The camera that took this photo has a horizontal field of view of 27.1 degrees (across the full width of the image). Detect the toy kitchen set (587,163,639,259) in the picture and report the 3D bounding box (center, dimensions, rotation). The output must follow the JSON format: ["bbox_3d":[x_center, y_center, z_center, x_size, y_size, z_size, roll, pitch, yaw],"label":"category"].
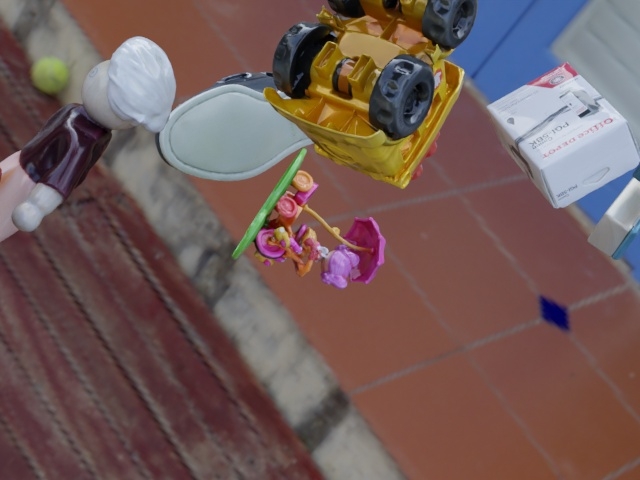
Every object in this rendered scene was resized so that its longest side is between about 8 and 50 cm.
[{"bbox_3d":[0.437,-0.047,1.514,0.166,0.207,0.122,36,47,12],"label":"toy kitchen set"}]

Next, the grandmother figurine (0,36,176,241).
[{"bbox_3d":[-0.278,-0.071,1.323,0.104,0.342,0.208,42,13,-31],"label":"grandmother figurine"}]

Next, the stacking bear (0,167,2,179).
[{"bbox_3d":[-0.353,0.079,1.122,0.164,0.289,0.175,-2,0,-9],"label":"stacking bear"}]

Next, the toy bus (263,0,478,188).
[{"bbox_3d":[0.077,-0.162,1.326,0.149,0.220,0.211,24,-14,31],"label":"toy bus"}]

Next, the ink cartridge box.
[{"bbox_3d":[0.239,-0.106,1.313,0.056,0.099,0.135,60,0,-37],"label":"ink cartridge box"}]

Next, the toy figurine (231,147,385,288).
[{"bbox_3d":[0.000,0.000,1.584,0.159,0.130,0.173,34,49,-4],"label":"toy figurine"}]

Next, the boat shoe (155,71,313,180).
[{"bbox_3d":[-0.106,-0.162,1.777,0.340,0.113,0.127,-28,113,-42],"label":"boat shoe"}]
